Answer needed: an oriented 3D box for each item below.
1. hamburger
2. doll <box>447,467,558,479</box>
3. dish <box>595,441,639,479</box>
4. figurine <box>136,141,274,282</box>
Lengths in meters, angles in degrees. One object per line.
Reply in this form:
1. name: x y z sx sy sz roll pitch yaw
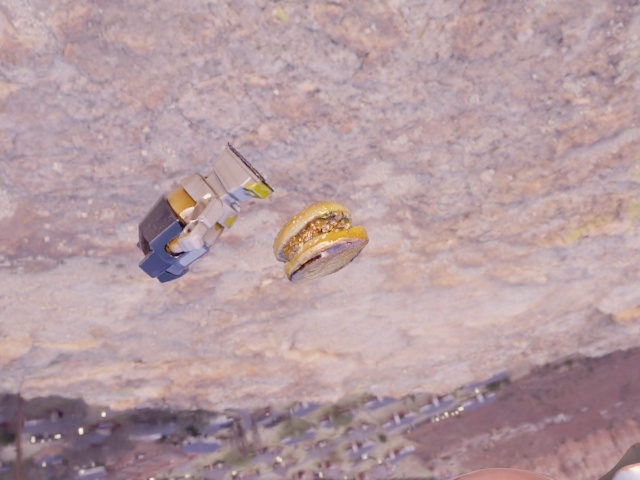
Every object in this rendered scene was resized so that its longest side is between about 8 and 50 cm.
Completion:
1. hamburger: 0.001 0.003 1.277 0.181 0.118 0.191 -33 161 27
2. doll: 0.201 0.208 0.391 0.284 0.216 0.268 22 126 -34
3. dish: 0.408 0.301 0.808 0.151 0.077 0.212 -26 155 -15
4. figurine: -0.231 -0.050 1.224 0.308 0.143 0.308 -39 180 0
